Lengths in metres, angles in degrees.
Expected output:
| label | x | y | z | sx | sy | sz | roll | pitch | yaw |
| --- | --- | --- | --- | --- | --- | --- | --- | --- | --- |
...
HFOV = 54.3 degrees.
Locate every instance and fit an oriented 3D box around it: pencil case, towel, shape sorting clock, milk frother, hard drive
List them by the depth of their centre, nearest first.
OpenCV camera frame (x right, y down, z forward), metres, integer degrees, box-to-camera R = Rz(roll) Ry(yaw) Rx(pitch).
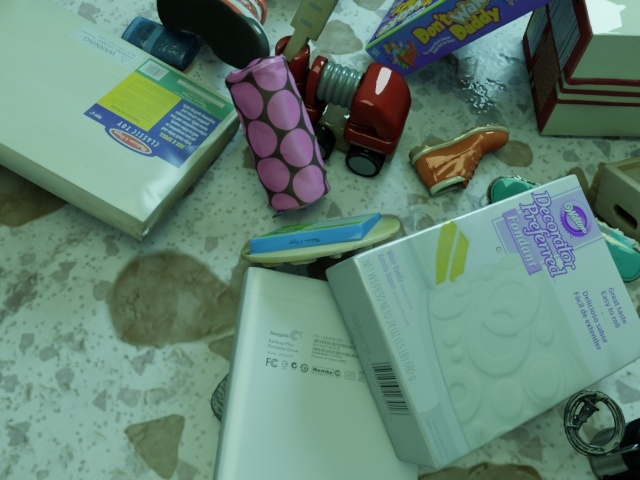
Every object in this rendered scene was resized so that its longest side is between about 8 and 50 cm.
| label | x | y | z | sx | sy | sz | roll | pitch | yaw |
| --- | --- | --- | --- | --- | --- | --- | --- | --- | --- |
| hard drive | 0.002 | 0.222 | 0.716 | 0.233 | 0.047 | 0.353 | 13 | 66 | -16 |
| milk frother | 0.344 | 0.234 | 0.725 | 0.129 | 0.134 | 0.143 | -31 | 69 | -17 |
| shape sorting clock | 0.000 | 0.000 | 0.802 | 0.206 | 0.206 | 0.040 | -10 | 96 | -8 |
| pencil case | -0.062 | -0.143 | 0.855 | 0.098 | 0.209 | 0.095 | -2 | 25 | 35 |
| towel | -0.264 | -0.327 | 1.027 | 0.119 | 0.029 | 0.067 | 22 | 65 | 7 |

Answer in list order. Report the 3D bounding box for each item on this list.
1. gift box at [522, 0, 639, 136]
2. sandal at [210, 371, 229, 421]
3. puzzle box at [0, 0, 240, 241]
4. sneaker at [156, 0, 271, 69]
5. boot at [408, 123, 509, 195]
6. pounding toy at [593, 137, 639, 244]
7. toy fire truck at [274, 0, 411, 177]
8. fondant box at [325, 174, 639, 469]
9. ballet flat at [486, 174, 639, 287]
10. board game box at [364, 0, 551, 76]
| label | x | y | z | sx | sy | sz | roll | pitch | yaw |
| --- | --- | --- | --- | --- | --- | --- | --- | --- | --- |
| gift box | 0.479 | -0.329 | 0.950 | 0.258 | 0.255 | 0.276 | 3 | 67 | 0 |
| sandal | -0.019 | 0.165 | 0.792 | 0.254 | 0.054 | 0.097 | -27 | 75 | -26 |
| puzzle box | -0.348 | -0.194 | 0.879 | 0.409 | 0.052 | 0.272 | 30 | 51 | 2 |
| sneaker | -0.124 | -0.344 | 0.966 | 0.145 | 0.090 | 0.270 | -24 | 43 | -36 |
| boot | 0.221 | -0.120 | 0.942 | 0.158 | 0.059 | 0.084 | -20 | 69 | -4 |
| pounding toy | 0.516 | -0.077 | 0.913 | 0.206 | 0.094 | 0.181 | -14 | 38 | -11 |
| toy fire truck | 0.028 | -0.239 | 0.879 | 0.217 | 0.246 | 0.158 | 20 | 65 | 7 |
| fondant box | 0.203 | 0.083 | 0.742 | 0.330 | 0.096 | 0.238 | -20 | 84 | -23 |
| ballet flat | 0.340 | -0.011 | 0.884 | 0.241 | 0.077 | 0.091 | 35 | 101 | 9 |
| board game box | 0.243 | -0.398 | 0.928 | 0.078 | 0.347 | 0.233 | 40 | 63 | -23 |
